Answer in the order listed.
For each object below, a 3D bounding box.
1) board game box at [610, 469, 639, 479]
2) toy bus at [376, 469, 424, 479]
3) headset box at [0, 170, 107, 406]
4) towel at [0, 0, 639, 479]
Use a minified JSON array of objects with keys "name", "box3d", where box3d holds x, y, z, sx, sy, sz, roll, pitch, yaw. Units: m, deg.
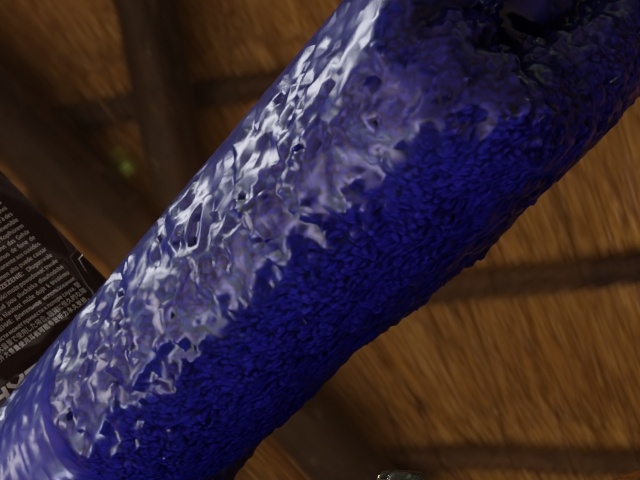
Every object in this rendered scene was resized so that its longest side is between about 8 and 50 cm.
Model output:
[{"name":"board game box","box3d":[0.037,0.271,0.382,0.356,0.356,0.356,-25,-92,31]},{"name":"toy bus","box3d":[0.104,0.272,1.377,0.149,0.220,0.211,8,-98,-1]},{"name":"headset box","box3d":[-0.234,0.017,0.800,0.293,0.218,0.110,46,-134,7]},{"name":"towel","box3d":[0.000,0.000,0.522,0.076,0.308,0.227,40,-137,-5]}]
